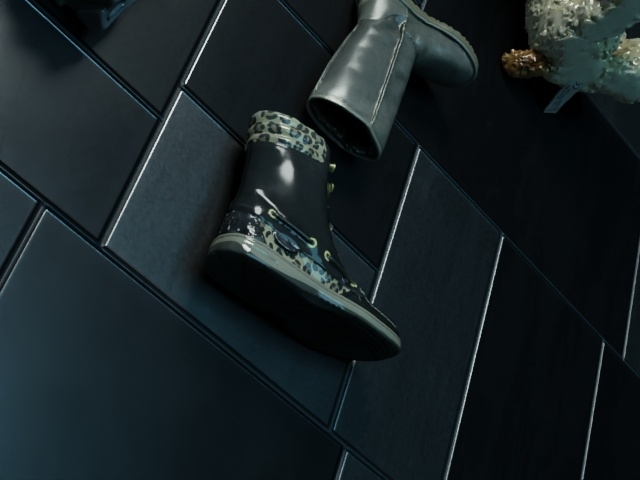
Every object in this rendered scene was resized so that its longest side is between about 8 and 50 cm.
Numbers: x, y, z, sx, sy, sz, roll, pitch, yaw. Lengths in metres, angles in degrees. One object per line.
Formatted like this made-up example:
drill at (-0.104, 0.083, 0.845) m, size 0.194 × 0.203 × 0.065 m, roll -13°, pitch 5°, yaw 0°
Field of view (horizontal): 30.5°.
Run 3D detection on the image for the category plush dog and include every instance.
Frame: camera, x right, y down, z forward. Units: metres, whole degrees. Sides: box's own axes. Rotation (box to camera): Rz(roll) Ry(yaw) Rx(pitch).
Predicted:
plush dog at (0.336, -0.321, 1.582) m, size 0.262 × 0.210 × 0.225 m, roll 65°, pitch 16°, yaw -51°

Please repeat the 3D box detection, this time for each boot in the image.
boot at (0.001, -0.001, 1.130) m, size 0.236 × 0.085 × 0.179 m, roll 35°, pitch 50°, yaw -34°
boot at (0.085, -0.170, 1.293) m, size 0.189 × 0.076 × 0.208 m, roll 31°, pitch 46°, yaw -19°

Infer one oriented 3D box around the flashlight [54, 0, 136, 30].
flashlight at (-0.147, -0.322, 1.080) m, size 0.103 × 0.103 × 0.304 m, roll 35°, pitch 48°, yaw 0°
